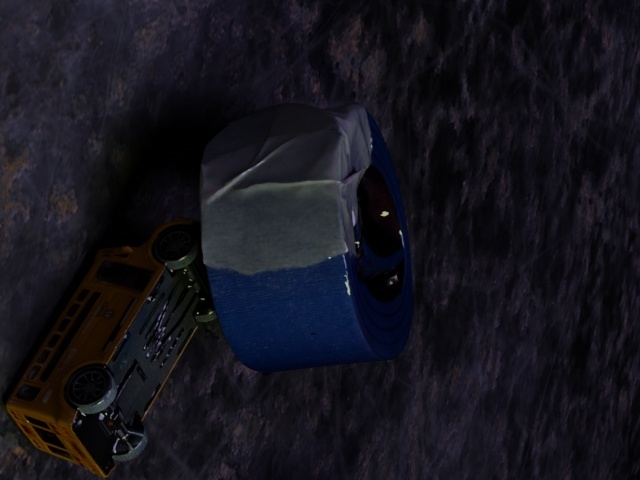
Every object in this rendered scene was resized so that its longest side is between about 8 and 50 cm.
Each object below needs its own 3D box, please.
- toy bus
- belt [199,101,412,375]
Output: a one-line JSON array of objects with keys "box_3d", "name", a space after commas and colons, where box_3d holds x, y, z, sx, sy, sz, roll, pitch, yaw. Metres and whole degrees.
[{"box_3d": [-0.148, 0.071, 1.195, 0.194, 0.088, 0.083, -61, 149, -28], "name": "toy bus"}, {"box_3d": [0.000, 0.000, 1.320, 0.347, 0.117, 0.212, 12, 73, -78], "name": "belt"}]
